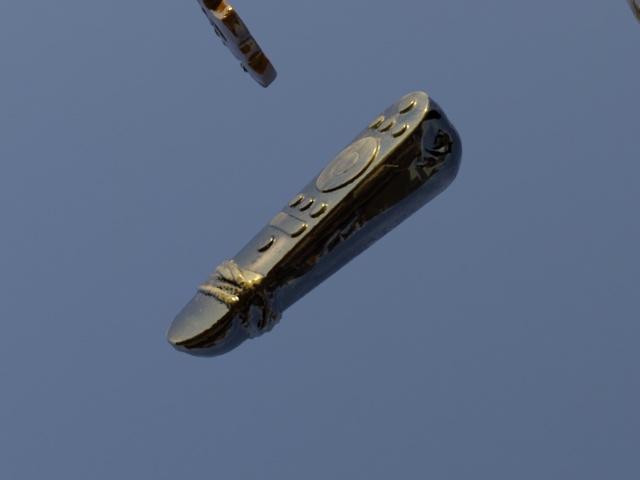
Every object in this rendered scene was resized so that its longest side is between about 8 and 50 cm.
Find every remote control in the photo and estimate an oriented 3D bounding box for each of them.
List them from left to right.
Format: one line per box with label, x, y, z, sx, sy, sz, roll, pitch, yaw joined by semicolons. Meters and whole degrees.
remote control;0.000;0.000;1.406;0.266;0.090;0.066;-43;-74;-9

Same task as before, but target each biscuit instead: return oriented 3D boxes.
biscuit;-0.053;-0.120;1.030;0.016;0.082;0.092;-37;-108;0

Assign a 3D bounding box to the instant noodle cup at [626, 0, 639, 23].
instant noodle cup;0.263;-0.225;1.382;0.151;0.151;0.122;-26;-128;25
